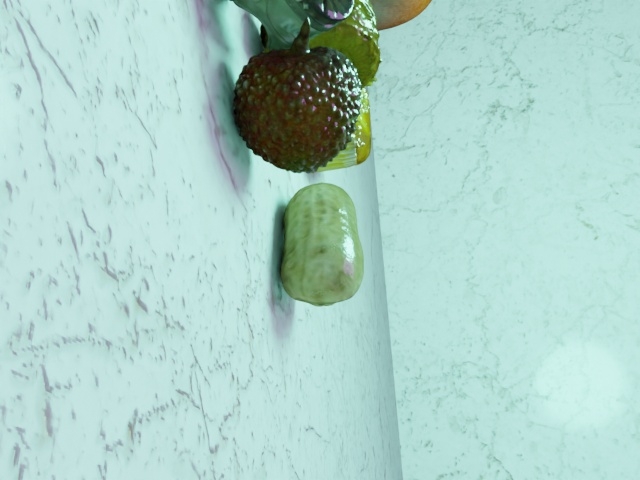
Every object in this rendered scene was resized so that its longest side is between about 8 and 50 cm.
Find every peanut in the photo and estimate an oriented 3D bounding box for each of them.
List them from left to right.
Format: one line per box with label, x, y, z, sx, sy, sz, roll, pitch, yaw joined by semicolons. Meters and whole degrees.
peanut;0.000;0.000;0.972;0.137;0.122;0.253;85;1;-48

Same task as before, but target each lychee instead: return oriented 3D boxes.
lychee;-0.029;-0.177;0.800;0.165;0.165;0.197;-79;168;-60

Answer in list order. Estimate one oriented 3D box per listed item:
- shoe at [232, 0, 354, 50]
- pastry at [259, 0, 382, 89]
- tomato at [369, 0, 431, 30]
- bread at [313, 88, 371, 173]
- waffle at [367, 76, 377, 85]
shoe;-0.092;-0.361;0.794;0.293;0.149;0.109;54;50;-7
pastry;-0.002;-0.297;0.991;0.188;0.189;0.103;64;16;-60
tomato;0.098;-0.613;1.394;0.341;0.341;0.272;65;34;-60
bread;0.035;-0.232;1.303;0.250;0.133;0.179;-49;134;-75
waffle;0.028;-0.413;1.332;0.238;0.059;0.243;51;11;-10
